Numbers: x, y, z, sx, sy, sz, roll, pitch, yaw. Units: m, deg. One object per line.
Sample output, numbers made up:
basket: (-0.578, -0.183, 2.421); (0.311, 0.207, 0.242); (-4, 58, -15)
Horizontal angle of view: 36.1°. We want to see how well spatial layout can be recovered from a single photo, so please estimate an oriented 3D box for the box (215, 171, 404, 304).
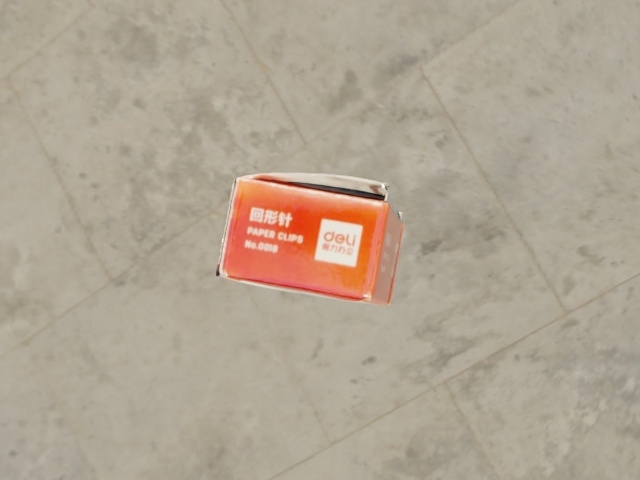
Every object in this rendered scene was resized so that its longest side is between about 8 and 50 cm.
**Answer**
box: (0.000, 0.000, 0.868); (0.133, 0.182, 0.099); (8, 86, 11)
